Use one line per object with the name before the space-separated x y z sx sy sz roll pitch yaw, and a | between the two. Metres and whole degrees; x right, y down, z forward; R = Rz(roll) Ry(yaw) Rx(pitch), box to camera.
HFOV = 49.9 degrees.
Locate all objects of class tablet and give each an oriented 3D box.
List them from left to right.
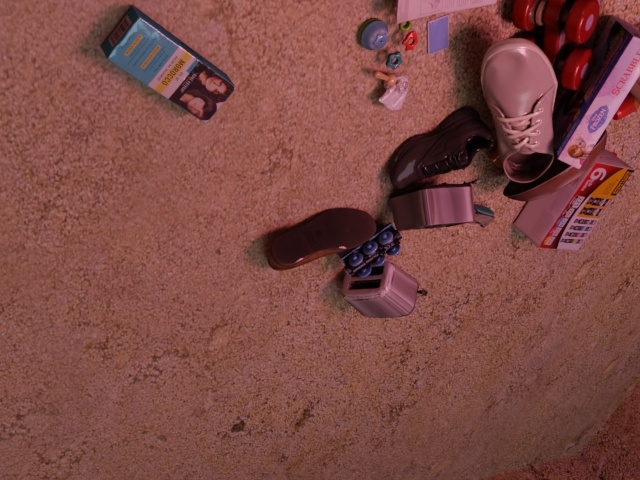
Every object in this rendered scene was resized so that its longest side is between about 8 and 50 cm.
tablet | 0.268 -0.468 1.568 0.054 0.006 0.083 -23 136 -12

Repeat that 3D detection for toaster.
toaster | 0.166 0.135 1.914 0.146 0.226 0.129 36 60 -41
toaster | 0.300 -0.090 1.795 0.167 0.185 0.110 -6 87 -29

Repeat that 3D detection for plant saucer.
plant saucer | 0.639 -0.195 1.856 0.310 0.310 0.050 -38 97 4

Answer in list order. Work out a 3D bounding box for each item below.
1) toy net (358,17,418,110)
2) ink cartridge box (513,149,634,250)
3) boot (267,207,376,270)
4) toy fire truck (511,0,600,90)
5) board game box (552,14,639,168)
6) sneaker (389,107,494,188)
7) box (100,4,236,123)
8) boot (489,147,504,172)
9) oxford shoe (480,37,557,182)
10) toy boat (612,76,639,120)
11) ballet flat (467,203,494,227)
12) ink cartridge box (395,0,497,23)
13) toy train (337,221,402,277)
toy net | 0.162 -0.398 1.541 0.122 0.045 0.232 -29 139 -8
ink cartridge box | 0.796 -0.129 2.116 0.271 0.130 0.310 3 126 -35
boot | 0.000 0.000 1.784 0.305 0.112 0.115 -19 166 -23
toy fire truck | 0.589 -0.521 1.631 0.254 0.169 0.302 -45 143 -27
board game box | 0.684 -0.376 1.709 0.065 0.318 0.319 25 118 1
sneaker | 0.304 -0.216 1.730 0.286 0.130 0.109 -36 139 3
box | -0.284 -0.328 1.310 0.100 0.060 0.244 -47 136 13
boot | 0.516 -0.271 1.857 0.152 0.073 0.197 -38 135 10
oxford shoe | 0.483 -0.295 1.646 0.169 0.130 0.449 -4 146 19
toy boat | 0.895 -0.432 1.863 0.148 0.268 0.318 -34 169 -5
ballet flat | 0.421 -0.080 1.970 0.213 0.072 0.068 18 121 -42
ink cartridge box | 0.261 -0.610 1.390 0.261 0.066 0.296 -17 134 -19
toy train | 0.132 0.019 1.853 0.184 0.105 0.080 -36 131 2
